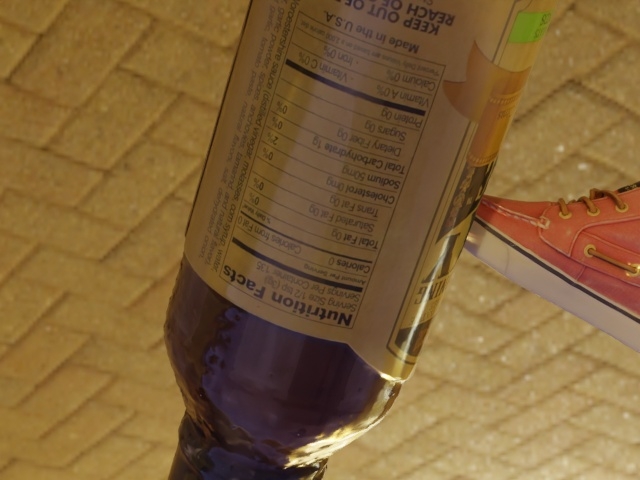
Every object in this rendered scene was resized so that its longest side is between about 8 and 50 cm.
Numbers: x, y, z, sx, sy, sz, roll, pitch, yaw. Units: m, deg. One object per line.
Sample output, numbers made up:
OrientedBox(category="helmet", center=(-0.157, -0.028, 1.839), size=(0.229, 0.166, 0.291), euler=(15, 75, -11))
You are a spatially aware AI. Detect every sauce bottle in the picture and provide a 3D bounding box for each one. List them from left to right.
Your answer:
OrientedBox(category="sauce bottle", center=(0.000, 0.000, 0.529), size=(0.111, 0.111, 0.344), euler=(11, 117, -16))

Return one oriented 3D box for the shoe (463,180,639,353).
OrientedBox(category="shoe", center=(0.137, -0.004, 0.677), size=(0.178, 0.081, 0.063), euler=(30, -177, -5))
